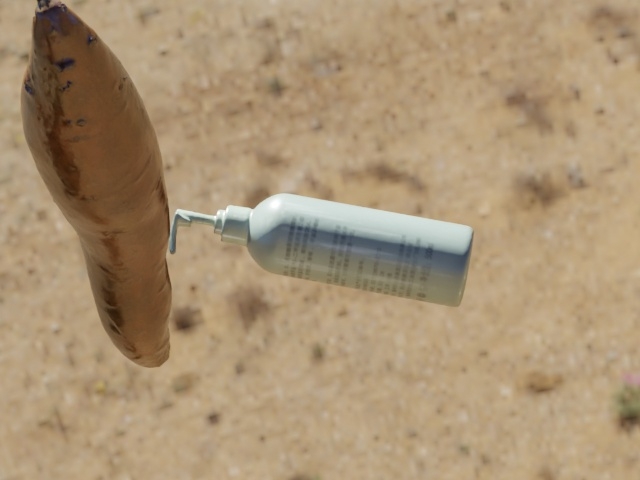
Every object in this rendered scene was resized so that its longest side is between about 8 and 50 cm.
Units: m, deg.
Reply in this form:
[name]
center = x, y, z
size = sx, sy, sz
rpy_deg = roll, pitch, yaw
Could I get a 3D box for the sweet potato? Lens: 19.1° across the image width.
[sweet potato]
center = -0.095, -0.023, 0.863
size = 0.057, 0.264, 0.057
rpy_deg = -4, 57, 5

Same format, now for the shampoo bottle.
[shampoo bottle]
center = 0.000, 0.000, 1.233
size = 0.195, 0.056, 0.056
rpy_deg = 11, 32, 2
